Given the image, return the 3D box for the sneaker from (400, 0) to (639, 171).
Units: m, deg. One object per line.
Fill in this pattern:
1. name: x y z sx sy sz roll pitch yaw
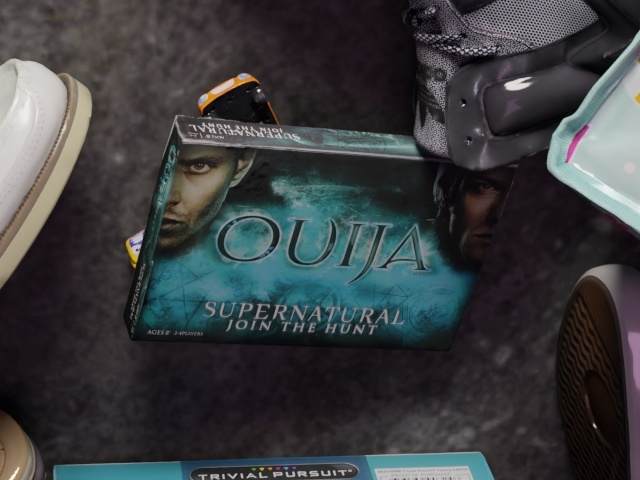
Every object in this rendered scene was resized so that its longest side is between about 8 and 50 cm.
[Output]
1. sneaker: 0.052 -0.120 0.808 0.268 0.101 0.153 14 110 -17

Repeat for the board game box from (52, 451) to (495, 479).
1. board game box: -0.033 0.291 1.004 0.253 0.079 0.336 0 115 -9

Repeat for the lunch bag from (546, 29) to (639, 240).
1. lunch bag: 0.257 -0.014 0.755 0.262 0.223 0.160 34 101 14

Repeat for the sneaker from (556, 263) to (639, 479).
1. sneaker: 0.212 0.121 0.957 0.123 0.106 0.290 -19 126 -7

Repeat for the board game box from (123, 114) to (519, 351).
1. board game box: 0.000 0.000 0.872 0.186 0.026 0.126 3 124 -22

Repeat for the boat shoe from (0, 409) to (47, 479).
1. boat shoe: -0.254 0.210 0.926 0.285 0.103 0.092 -46 139 0

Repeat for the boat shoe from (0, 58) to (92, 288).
1. boat shoe: -0.241 0.014 0.822 0.302 0.113 0.103 -44 119 13

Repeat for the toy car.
1. toy car: -0.071 -0.039 0.862 0.122 0.040 0.060 -42 134 9
